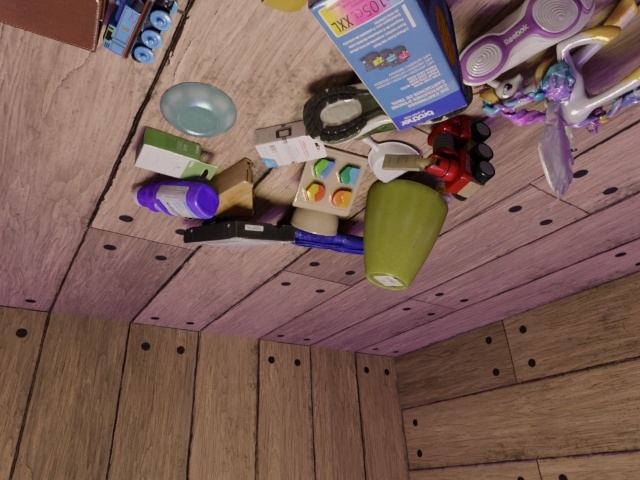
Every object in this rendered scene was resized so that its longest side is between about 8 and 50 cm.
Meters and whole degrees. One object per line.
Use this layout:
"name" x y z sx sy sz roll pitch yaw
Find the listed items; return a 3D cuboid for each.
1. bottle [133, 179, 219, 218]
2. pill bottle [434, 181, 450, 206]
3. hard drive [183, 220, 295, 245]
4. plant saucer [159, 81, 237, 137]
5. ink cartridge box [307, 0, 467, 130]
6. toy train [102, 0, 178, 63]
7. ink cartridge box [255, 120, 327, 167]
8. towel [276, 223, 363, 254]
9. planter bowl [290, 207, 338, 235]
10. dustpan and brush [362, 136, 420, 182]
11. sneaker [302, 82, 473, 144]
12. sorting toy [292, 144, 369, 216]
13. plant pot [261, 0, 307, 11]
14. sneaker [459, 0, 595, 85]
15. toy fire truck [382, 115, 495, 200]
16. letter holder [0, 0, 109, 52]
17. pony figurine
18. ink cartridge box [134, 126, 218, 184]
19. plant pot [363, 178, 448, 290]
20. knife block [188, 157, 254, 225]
"bottle" -0.445 -0.127 1.388 0.283 0.092 0.118 7 154 27
"pill bottle" 0.405 -0.149 1.521 0.043 0.083 0.043 -3 152 -2
"hard drive" -0.280 -0.017 1.550 0.237 0.064 0.339 4 175 -44
"plant saucer" -0.313 -0.319 1.178 0.195 0.037 0.195 -2 151 -1
"ink cartridge box" 0.144 -0.396 0.837 0.151 0.270 0.395 -14 150 28
"toy train" -0.360 -0.436 0.915 0.105 0.080 0.184 23 143 -29
"ink cartridge box" -0.079 -0.268 1.271 0.180 0.060 0.104 -9 151 10
"towel" 0.000 0.000 1.678 0.308 0.076 0.227 11 176 -23
"planter bowl" -0.010 -0.092 1.522 0.162 0.109 0.162 15 -167 -3
"dustpan and brush" 0.181 -0.255 1.343 0.147 0.060 0.211 -29 150 34
"sneaker" 0.165 -0.334 1.150 0.410 0.158 0.182 -9 -178 7
"sorting toy" 0.033 -0.173 1.392 0.193 0.038 0.208 10 117 -24
"plant pot" -0.060 -0.482 0.862 0.083 0.081 0.081 10 150 -43
"sneaker" 0.419 -0.441 0.984 0.305 0.114 0.152 -28 -169 12
"toy fire truck" 0.312 -0.235 1.231 0.246 0.217 0.158 18 147 -16
"letter holder" -0.503 -0.483 0.736 0.302 0.152 0.214 11 147 -25
"pony figurine" 0.590 -0.323 1.080 0.363 0.303 0.351 -25 113 40
"ink cartridge box" -0.404 -0.233 1.299 0.209 0.062 0.109 14 147 -30
"plant pot" 0.247 0.001 1.482 0.274 0.293 0.275 16 156 7
"knife block" -0.331 -0.143 1.446 0.242 0.088 0.276 0 152 -7
